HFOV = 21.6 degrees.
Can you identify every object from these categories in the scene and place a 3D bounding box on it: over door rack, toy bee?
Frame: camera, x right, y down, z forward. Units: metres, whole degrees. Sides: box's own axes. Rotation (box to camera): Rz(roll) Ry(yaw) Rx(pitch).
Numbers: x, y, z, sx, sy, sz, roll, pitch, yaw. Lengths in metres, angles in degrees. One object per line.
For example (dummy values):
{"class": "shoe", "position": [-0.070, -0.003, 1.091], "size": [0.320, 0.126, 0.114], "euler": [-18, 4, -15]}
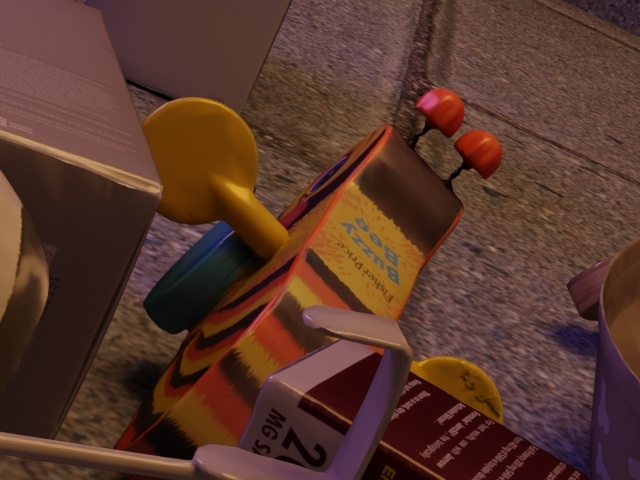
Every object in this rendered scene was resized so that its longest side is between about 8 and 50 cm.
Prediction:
{"class": "over door rack", "position": [-0.122, 0.107, 0.351], "size": [0.324, 0.108, 0.239], "euler": [0, 22, -10]}
{"class": "toy bee", "position": [0.000, 0.000, 0.743], "size": [0.195, 0.162, 0.298], "euler": [37, 22, -29]}

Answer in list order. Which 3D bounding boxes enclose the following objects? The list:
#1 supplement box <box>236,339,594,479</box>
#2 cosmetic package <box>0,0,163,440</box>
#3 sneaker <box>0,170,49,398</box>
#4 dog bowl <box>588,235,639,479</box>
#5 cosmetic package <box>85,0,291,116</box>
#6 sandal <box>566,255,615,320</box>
{"class": "supplement box", "position": [0.069, 0.147, 0.512], "size": [0.239, 0.130, 0.073], "euler": [29, 16, 14]}
{"class": "cosmetic package", "position": [-0.148, -0.030, 0.729], "size": [0.107, 0.127, 0.238], "euler": [19, 20, -18]}
{"class": "sneaker", "position": [-0.261, -0.080, 0.558], "size": [0.410, 0.158, 0.182], "euler": [34, -8, 33]}
{"class": "dog bowl", "position": [0.297, 0.115, 0.854], "size": [0.348, 0.102, 0.349], "euler": [11, 28, -6]}
{"class": "cosmetic package", "position": [-0.074, -0.237, 1.265], "size": [0.138, 0.224, 0.225], "euler": [23, 18, -9]}
{"class": "sandal", "position": [0.252, 0.059, 1.152], "size": [0.240, 0.088, 0.079], "euler": [4, 60, -52]}
